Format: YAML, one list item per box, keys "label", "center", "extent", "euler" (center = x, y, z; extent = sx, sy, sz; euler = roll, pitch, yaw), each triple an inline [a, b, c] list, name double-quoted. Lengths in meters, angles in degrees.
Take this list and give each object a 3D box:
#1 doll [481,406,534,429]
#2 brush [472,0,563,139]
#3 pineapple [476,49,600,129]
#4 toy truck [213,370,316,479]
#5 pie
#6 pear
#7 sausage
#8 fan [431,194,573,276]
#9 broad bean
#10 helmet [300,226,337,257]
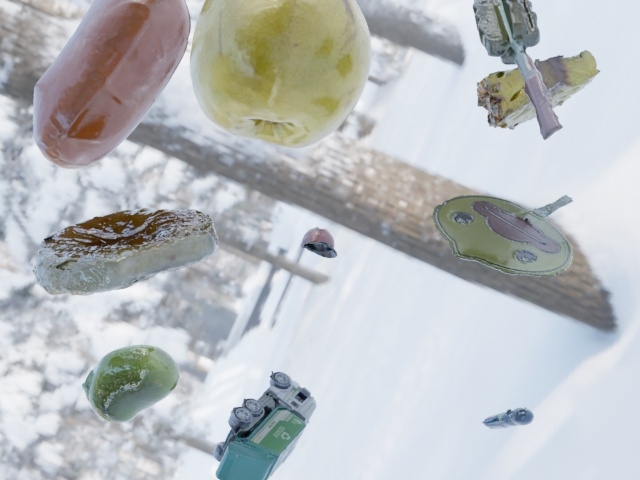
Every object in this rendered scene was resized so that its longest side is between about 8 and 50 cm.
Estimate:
- label: "doll"
  center: [0.295, 0.282, 1.736]
  extent: [0.125, 0.037, 0.027]
  euler: [149, 127, -62]
- label: "brush"
  center: [0.266, -0.247, 1.469]
  extent: [0.084, 0.071, 0.301]
  euler: [-44, 39, 35]
- label: "pineapple"
  center: [0.324, -0.229, 1.742]
  extent: [0.233, 0.080, 0.135]
  euler: [-19, -5, -29]
- label: "toy truck"
  center: [-0.103, 0.347, 1.998]
  extent: [0.253, 0.124, 0.114]
  euler: [-37, -23, -54]
- label: "pie"
  center: [-0.204, 0.008, 1.136]
  extent: [0.195, 0.195, 0.046]
  euler: [-72, -25, -72]
- label: "pear"
  center: [-0.063, -0.308, 1.792]
  extent: [0.314, 0.314, 0.314]
  euler: [-156, 90, -88]
- label: "sausage"
  center: [-0.246, -0.199, 1.300]
  extent: [0.258, 0.133, 0.133]
  euler: [-55, 1, -4]
- label: "fan"
  center: [0.316, -0.021, 1.761]
  extent: [0.335, 0.229, 0.011]
  euler: [-23, -42, -42]
- label: "broad bean"
  center: [-0.318, 0.234, 1.826]
  extent: [0.174, 0.124, 0.082]
  euler: [-43, 23, 24]
- label: "helmet"
  center: [0.001, -0.001, 2.260]
  extent: [0.065, 0.084, 0.049]
  euler: [-13, 58, 44]
